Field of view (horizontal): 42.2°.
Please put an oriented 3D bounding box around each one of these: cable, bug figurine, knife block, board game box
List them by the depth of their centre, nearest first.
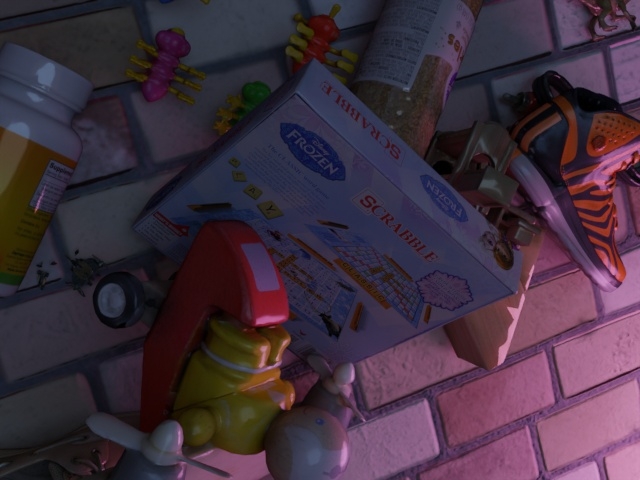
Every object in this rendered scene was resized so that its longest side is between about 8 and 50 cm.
[{"bbox_3d":[0.000,0.000,0.929,0.318,0.318,0.066,40,45,-20],"label":"board game box"},{"bbox_3d":[-0.106,-0.231,0.980,0.279,0.072,0.216,27,93,-25],"label":"bug figurine"},{"bbox_3d":[0.161,0.006,1.093,0.242,0.088,0.276,19,88,-19],"label":"knife block"},{"bbox_3d":[0.369,-0.152,1.183,0.287,0.072,0.139,8,81,-33],"label":"cable"}]

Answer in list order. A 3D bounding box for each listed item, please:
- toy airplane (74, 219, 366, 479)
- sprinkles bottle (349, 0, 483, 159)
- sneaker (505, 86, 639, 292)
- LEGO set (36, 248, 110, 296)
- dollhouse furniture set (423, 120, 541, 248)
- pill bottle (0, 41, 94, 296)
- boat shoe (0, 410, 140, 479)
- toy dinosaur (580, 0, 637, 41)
[{"bbox_3d":[-0.099,0.224,0.863,0.386,0.272,0.384,-60,144,-37],"label":"toy airplane"},{"bbox_3d":[0.104,-0.201,0.999,0.121,0.121,0.355,27,75,-20],"label":"sprinkles bottle"},{"bbox_3d":[0.373,-0.068,1.095,0.180,0.124,0.321,-39,128,7],"label":"sneaker"},{"bbox_3d":[-0.289,0.036,0.973,0.083,0.023,0.054,11,90,-7],"label":"LEGO set"},{"bbox_3d":[0.222,-0.065,0.965,0.161,0.182,0.101,27,83,-17],"label":"dollhouse furniture set"},{"bbox_3d":[-0.338,-0.077,0.878,0.136,0.136,0.246,25,87,-20],"label":"pill bottle"},{"bbox_3d":[-0.286,0.275,0.955,0.302,0.098,0.109,-8,99,-19],"label":"boat shoe"},{"bbox_3d":[0.392,-0.333,1.168,0.183,0.053,0.093,-6,83,-26],"label":"toy dinosaur"}]
